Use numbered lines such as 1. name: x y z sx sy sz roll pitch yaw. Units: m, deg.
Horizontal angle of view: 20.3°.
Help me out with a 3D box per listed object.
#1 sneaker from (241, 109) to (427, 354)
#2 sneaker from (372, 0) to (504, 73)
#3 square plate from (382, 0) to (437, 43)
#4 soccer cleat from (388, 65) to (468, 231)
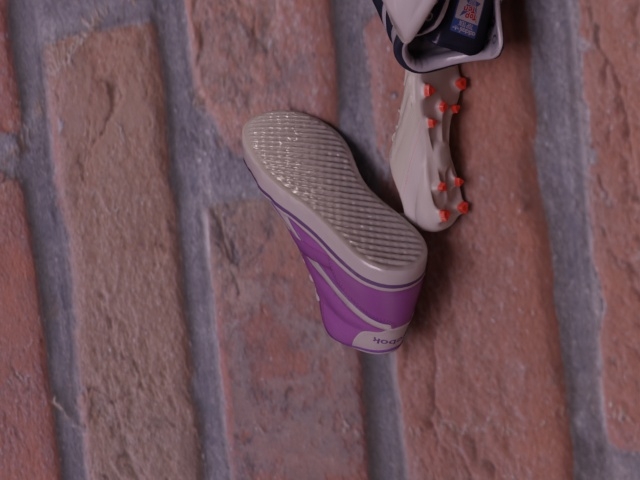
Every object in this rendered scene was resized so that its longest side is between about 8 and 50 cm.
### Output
1. sneaker: -0.001 0.000 1.774 0.282 0.102 0.161 54 151 38
2. sneaker: 0.143 -0.264 1.560 0.282 0.099 0.153 -47 42 39
3. square plate: 0.093 -0.404 1.552 0.347 0.049 0.344 -59 34 31
4. soccer cleat: 0.094 -0.105 1.691 0.076 0.068 0.196 7 105 45
